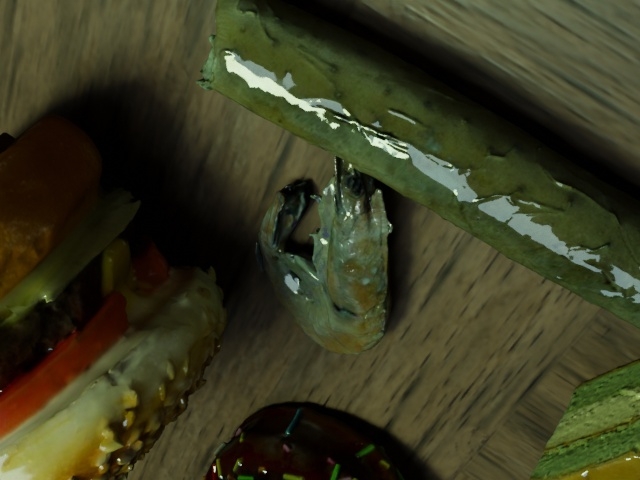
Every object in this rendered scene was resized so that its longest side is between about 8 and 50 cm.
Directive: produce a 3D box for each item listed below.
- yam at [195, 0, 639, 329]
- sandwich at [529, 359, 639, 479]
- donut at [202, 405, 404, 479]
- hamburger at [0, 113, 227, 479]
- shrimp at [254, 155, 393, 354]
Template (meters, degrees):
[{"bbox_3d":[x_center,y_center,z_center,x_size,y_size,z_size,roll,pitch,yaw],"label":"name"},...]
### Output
[{"bbox_3d":[0.088,-0.051,0.761,0.371,0.083,0.083,29,137,7],"label":"yam"},{"bbox_3d":[0.253,0.178,0.817,0.187,0.117,0.144,50,139,-13],"label":"sandwich"},{"bbox_3d":[-0.014,0.263,1.061,0.235,0.089,0.235,18,120,34],"label":"donut"},{"bbox_3d":[-0.247,0.085,0.932,0.250,0.330,0.330,47,137,-12],"label":"hamburger"},{"bbox_3d":[0.000,0.000,0.891,0.126,0.047,0.223,27,139,26],"label":"shrimp"}]
